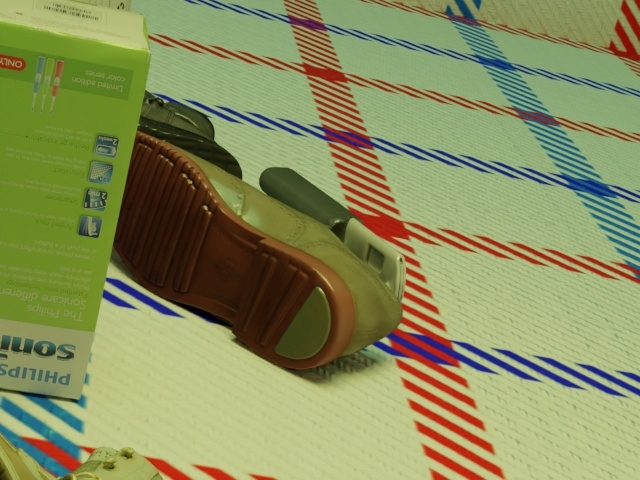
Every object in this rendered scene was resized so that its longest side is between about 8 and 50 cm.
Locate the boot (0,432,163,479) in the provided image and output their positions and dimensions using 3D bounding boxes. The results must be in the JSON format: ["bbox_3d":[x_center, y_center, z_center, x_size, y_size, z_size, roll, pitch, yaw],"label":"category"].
[{"bbox_3d":[-0.160,0.150,0.950,0.213,0.077,0.165,54,18,-5],"label":"boot"}]

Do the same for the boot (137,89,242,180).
[{"bbox_3d":[-0.252,-0.132,1.734,0.338,0.118,0.223,29,10,-24],"label":"boot"}]

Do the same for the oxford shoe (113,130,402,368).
[{"bbox_3d":[-0.075,0.006,1.498,0.348,0.123,0.130,39,25,31],"label":"oxford shoe"}]

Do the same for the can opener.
[{"bbox_3d":[0.000,0.000,1.613,0.093,0.074,0.280,3,21,-27],"label":"can opener"}]

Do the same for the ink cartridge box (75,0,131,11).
[{"bbox_3d":[-0.270,-0.134,1.449,0.072,0.304,0.307,18,18,18],"label":"ink cartridge box"}]

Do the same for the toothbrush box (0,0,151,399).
[{"bbox_3d":[-0.255,-0.043,1.231,0.206,0.283,0.122,9,18,-12],"label":"toothbrush box"}]
